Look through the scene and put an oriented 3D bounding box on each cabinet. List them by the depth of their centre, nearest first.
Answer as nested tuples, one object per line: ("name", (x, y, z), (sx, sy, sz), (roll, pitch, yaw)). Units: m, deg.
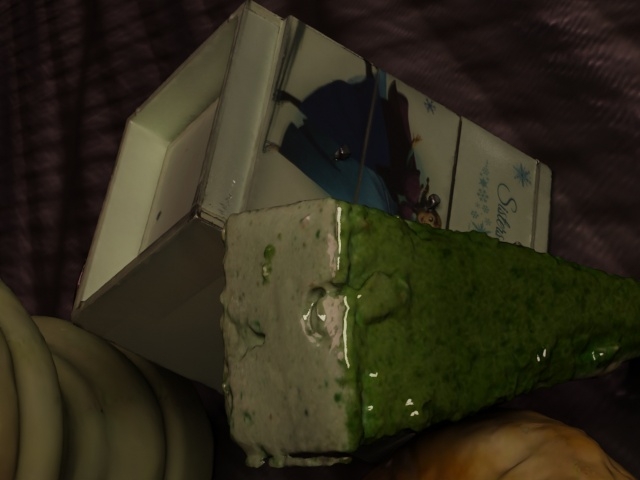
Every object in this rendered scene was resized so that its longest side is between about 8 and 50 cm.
("cabinet", (0.000, 0.000, 0.844), (0.150, 0.206, 0.145), (-35, 35, 46))

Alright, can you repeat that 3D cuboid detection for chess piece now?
("chess piece", (-0.203, 0.116, 0.885), (0.234, 0.234, 0.442), (-64, -16, -3))

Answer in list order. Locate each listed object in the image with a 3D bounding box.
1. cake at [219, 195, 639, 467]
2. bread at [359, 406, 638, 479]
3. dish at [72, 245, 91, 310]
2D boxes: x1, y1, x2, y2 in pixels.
("cake", (0.069, 0.020, 0.648), (0.100, 0.235, 0.099), (-11, 90, 55))
("bread", (0.056, 0.185, 0.637), (0.244, 0.134, 0.244), (-45, 27, 30))
("dish", (-0.133, 0.018, 1.265), (0.191, 0.066, 0.191), (-45, 31, 38))
